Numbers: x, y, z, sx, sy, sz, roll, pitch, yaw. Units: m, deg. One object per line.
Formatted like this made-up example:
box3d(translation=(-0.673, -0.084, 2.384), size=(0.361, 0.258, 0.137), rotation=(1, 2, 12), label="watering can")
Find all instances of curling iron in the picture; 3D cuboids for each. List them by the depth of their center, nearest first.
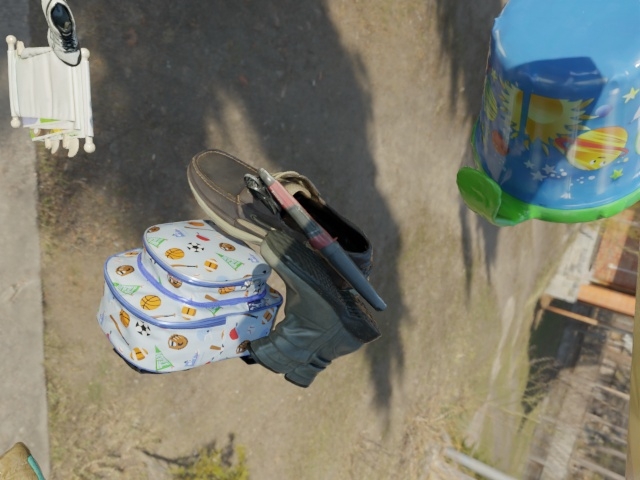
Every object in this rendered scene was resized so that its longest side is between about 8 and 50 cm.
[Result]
box3d(translation=(0.000, 0.000, 0.790), size=(0.274, 0.068, 0.035), rotation=(44, 80, -14), label="curling iron")

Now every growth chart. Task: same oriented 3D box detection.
box3d(translation=(-0.426, -0.224, 0.894), size=(0.021, 0.237, 0.172), rotation=(-14, 115, -54), label="growth chart")

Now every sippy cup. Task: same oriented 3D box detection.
box3d(translation=(0.285, -0.169, 0.652), size=(0.224, 0.240, 0.305), rotation=(53, 42, -58), label="sippy cup")

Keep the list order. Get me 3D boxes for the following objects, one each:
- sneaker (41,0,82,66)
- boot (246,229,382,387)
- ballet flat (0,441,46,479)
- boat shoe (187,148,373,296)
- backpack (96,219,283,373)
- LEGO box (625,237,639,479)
box3d(translation=(-0.280, -0.225, 0.624), size=(0.032, 0.037, 0.083), rotation=(-24, 137, -21), label="sneaker")
box3d(translation=(-0.038, 0.109, 0.771), size=(0.161, 0.083, 0.246), rotation=(-37, 125, 9), label="boot")
box3d(translation=(-0.375, 0.211, 0.421), size=(0.116, 0.343, 0.124), rotation=(-167, -108, -81), label="ballet flat")
box3d(translation=(-0.056, -0.053, 0.915), size=(0.132, 0.355, 0.130), rotation=(-46, 167, -43), label="boat shoe")
box3d(translation=(-0.222, 0.094, 0.950), size=(0.263, 0.276, 0.213), rotation=(-18, 128, -43), label="backpack")
box3d(translation=(0.218, 0.045, 0.151), size=(0.372, 0.193, 0.500), rotation=(-55, 139, -57), label="LEGO box")
